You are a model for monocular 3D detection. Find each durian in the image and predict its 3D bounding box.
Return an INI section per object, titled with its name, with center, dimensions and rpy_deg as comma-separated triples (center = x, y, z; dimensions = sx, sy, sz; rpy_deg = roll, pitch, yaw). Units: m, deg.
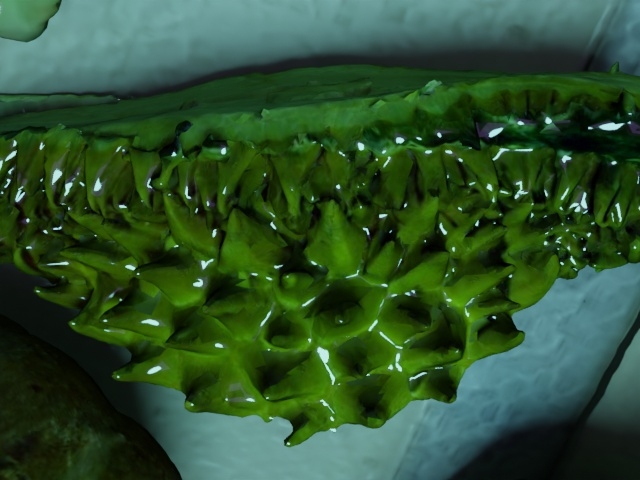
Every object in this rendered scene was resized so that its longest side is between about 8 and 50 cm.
[durian]
center = -0.001, -0.005, 0.363
dimensions = 0.375, 0.132, 0.106
rpy_deg = 4, 113, 12

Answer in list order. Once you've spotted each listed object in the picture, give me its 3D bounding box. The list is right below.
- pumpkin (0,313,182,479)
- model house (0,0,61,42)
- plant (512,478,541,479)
[pumpkin]
center = -0.133, 0.117, 0.384
dimensions = 0.219, 0.162, 0.219
rpy_deg = 11, 117, 23
[model house]
center = -0.154, -0.166, 0.306
dimensions = 0.214, 0.195, 0.189
rpy_deg = -6, 143, 6
[plant]
center = 0.167, 0.107, 0.341
dimensions = 0.251, 0.180, 0.333
rpy_deg = 12, 132, -7
